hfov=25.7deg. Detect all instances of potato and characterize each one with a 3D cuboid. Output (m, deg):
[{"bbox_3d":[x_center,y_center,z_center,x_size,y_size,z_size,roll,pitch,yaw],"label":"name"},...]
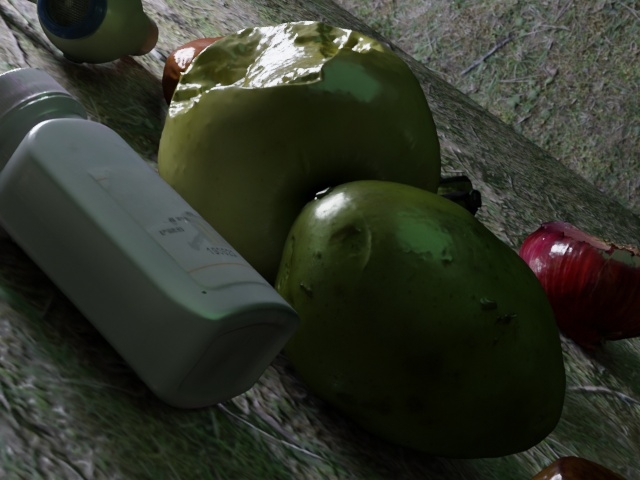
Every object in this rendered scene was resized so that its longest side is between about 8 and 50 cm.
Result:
[{"bbox_3d":[0.088,0.074,1.213,0.304,0.216,0.216,39,10,-41],"label":"potato"}]

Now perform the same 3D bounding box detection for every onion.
[{"bbox_3d":[0.387,0.059,1.996,0.248,0.161,0.248,39,5,-4],"label":"onion"}]

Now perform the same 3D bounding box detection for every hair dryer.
[{"bbox_3d":[-0.302,-0.286,1.656,0.298,0.119,0.296,30,5,26],"label":"hair dryer"}]

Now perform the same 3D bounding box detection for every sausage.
[{"bbox_3d":[-0.126,-0.196,1.718,0.113,0.113,0.259,37,14,1],"label":"sausage"}]

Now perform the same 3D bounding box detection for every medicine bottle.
[{"bbox_3d":[-0.160,-0.005,1.079,0.296,0.111,0.161,45,16,21],"label":"medicine bottle"}]

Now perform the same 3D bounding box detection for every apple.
[{"bbox_3d":[-0.019,-0.084,1.343,0.279,0.279,0.279,34,15,-11],"label":"apple"}]

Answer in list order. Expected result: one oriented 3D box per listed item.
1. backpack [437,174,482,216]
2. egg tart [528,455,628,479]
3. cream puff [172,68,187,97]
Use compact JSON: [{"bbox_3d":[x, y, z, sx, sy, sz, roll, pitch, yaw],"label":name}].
[{"bbox_3d":[0.091,-0.043,1.677,0.207,0.140,0.253,34,11,-1],"label":"backpack"},{"bbox_3d":[0.183,0.249,1.007,0.202,0.147,0.202,32,14,-9],"label":"egg tart"},{"bbox_3d":[-0.107,-0.119,1.510,0.146,0.146,0.116,29,1,-27],"label":"cream puff"}]
